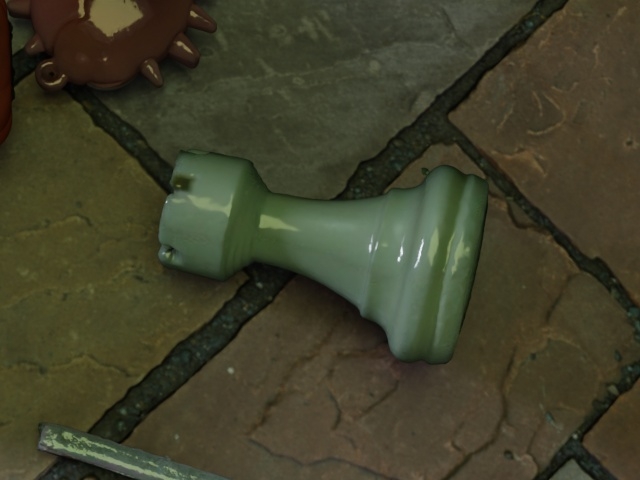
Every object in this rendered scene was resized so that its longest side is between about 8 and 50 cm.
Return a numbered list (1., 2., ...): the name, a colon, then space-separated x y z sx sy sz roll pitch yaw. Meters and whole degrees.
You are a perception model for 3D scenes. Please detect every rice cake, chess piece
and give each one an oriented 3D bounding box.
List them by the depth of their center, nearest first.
1. rice cake: -0.169 0.214 1.391 0.207 0.033 0.033 19 71 -5
2. chess piece: 0.000 0.000 1.429 0.299 0.194 0.195 12 70 2

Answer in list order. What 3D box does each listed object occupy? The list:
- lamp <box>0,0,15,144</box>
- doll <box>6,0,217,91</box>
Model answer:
1. lamp: -0.372 -0.165 1.397 0.163 0.187 0.188 -4 73 -11
2. doll: -0.205 -0.254 1.508 0.211 0.093 0.262 26 69 1
